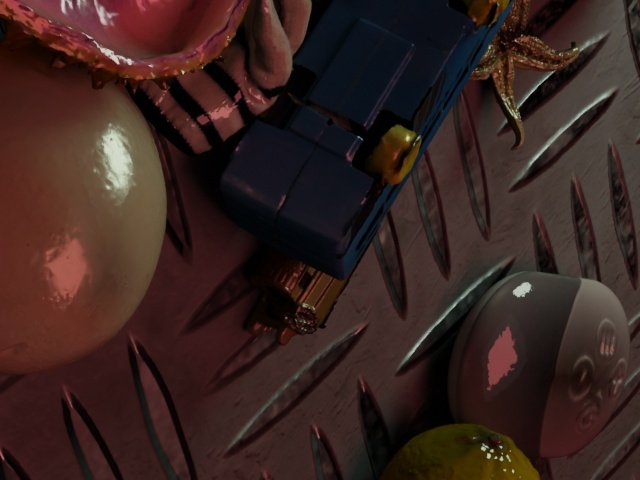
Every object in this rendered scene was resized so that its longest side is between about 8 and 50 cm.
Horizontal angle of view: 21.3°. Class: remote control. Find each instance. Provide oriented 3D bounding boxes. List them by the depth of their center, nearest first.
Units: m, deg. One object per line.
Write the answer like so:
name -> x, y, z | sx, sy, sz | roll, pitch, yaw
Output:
remote control -> 0.261, 0.148, 1.999 | 0.332, 0.103, 0.221 | 8, 95, -48

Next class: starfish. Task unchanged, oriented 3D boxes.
starfish -> 0.193, -0.206, 1.847 | 0.217, 0.050, 0.223 | -20, 105, -37

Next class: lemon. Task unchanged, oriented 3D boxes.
lemon -> 0.149, 0.303, 1.850 | 0.192, 0.192, 0.231 | -18, 134, -45

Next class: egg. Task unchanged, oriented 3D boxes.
egg -> -0.206, -0.018, 1.359 | 0.286, 0.174, 0.264 | -59, 141, -23

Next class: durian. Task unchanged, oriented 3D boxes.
durian -> -0.191, -0.212, 1.305 | 0.341, 0.112, 0.191 | -1, 98, -44

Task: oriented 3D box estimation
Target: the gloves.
gloves -> -0.070, -0.186, 1.473 | 0.218, 0.140, 0.131 | -44, 139, -9

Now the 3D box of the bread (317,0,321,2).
bread -> -0.019, -0.282, 1.590 | 0.094, 0.035, 0.090 | 29, 80, -49

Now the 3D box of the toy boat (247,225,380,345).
toy boat -> 0.000, 0.000, 1.680 | 0.088, 0.068, 0.226 | 46, 68, -40

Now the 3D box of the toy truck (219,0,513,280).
toy truck -> 0.055, -0.159, 1.609 | 0.385, 0.161, 0.162 | -59, 169, -17
